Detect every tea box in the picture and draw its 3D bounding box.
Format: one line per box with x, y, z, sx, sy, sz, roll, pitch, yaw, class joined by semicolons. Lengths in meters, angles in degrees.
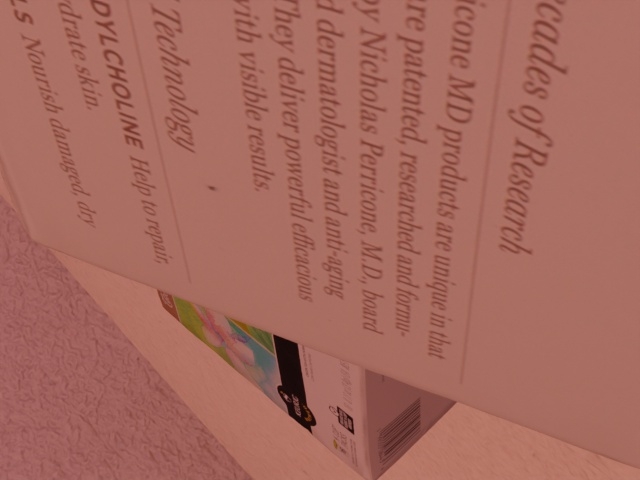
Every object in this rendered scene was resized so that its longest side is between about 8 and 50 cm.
0.000;0.000;1.194;0.323;0.220;0.329;37;154;27;tea box

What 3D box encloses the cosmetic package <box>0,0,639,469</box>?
0.077;-0.148;0.564;0.393;0.329;0.327;18;147;15;cosmetic package
